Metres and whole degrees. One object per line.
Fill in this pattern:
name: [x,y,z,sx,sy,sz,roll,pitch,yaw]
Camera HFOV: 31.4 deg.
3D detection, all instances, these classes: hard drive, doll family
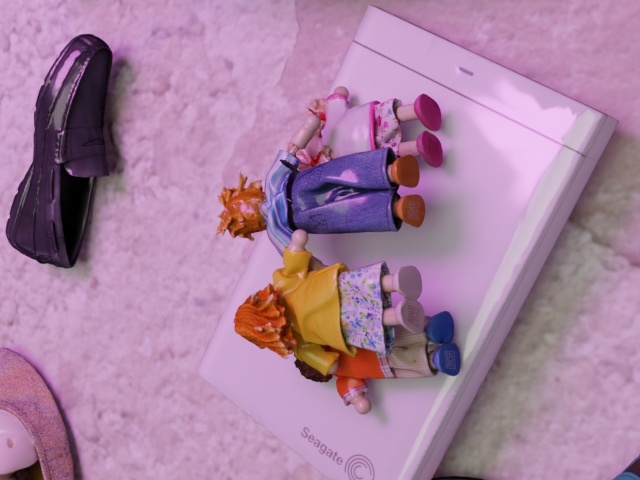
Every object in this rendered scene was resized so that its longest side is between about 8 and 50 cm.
hard drive: [0.055,0.014,0.921,0.233,0.047,0.353,33,103,33]
doll family: [0.000,0.000,0.858,0.163,0.118,0.262,-8,79,34]

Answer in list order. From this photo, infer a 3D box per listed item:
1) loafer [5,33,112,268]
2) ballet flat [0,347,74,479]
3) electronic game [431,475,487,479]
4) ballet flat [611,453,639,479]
loafer: [-0.230,-0.081,1.071,0.078,0.076,0.223,23,104,20]
ballet flat: [-0.286,0.251,1.073,0.108,0.106,0.316,-24,79,16]
electronic game: [0.115,0.303,0.906,0.229,0.048,0.229,0,89,27]
ballet flat: [0.260,0.181,0.814,0.087,0.083,0.247,27,99,-16]
